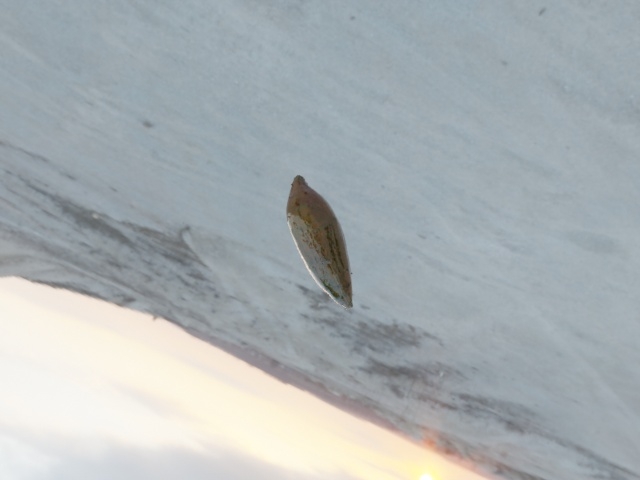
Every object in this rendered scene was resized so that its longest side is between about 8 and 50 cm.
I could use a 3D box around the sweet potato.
[{"bbox_3d":[0.000,0.000,0.401,0.034,0.034,0.095,93,153,-77],"label":"sweet potato"}]
